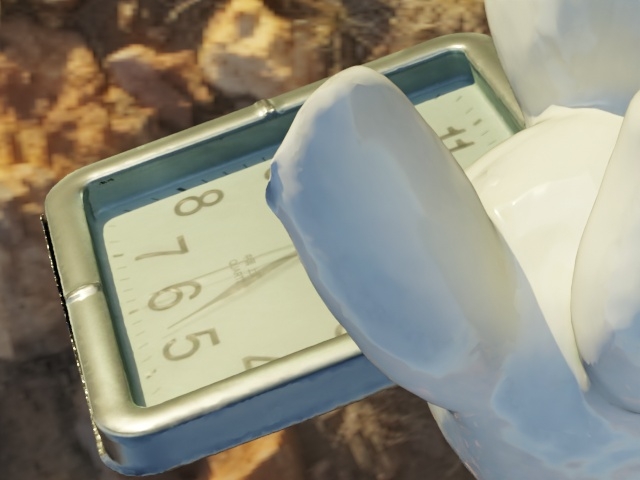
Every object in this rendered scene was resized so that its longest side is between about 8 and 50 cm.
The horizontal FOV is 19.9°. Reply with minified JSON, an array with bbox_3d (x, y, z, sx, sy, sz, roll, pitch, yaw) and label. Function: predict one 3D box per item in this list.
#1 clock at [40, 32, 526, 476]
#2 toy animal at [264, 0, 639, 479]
[{"bbox_3d":[0.000,0.001,0.940,0.278,0.273,0.049,-20,122,-3],"label":"clock"},{"bbox_3d":[0.084,-0.028,0.488,0.127,0.178,0.193,10,59,28],"label":"toy animal"}]
